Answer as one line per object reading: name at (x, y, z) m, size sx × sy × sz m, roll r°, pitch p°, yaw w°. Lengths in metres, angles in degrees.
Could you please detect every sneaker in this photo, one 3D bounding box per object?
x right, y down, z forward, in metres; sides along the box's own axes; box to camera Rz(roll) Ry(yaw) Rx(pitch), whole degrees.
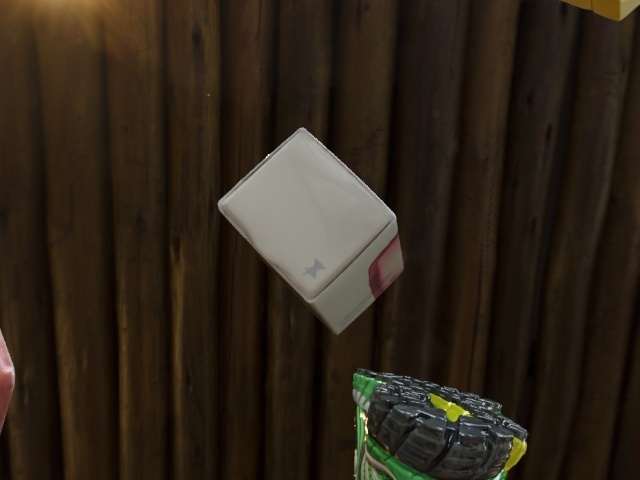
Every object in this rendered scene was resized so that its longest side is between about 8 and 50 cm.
sneaker at (0.071, 0.187, 0.632) m, size 0.134 × 0.343 × 0.146 m, roll 14°, pitch -93°, yaw 9°

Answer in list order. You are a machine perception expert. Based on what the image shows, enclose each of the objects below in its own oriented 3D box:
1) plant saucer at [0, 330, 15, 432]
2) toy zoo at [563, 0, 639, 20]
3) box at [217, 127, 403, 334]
plant saucer at (-0.341, 0.161, 0.676) m, size 0.047 × 0.259 × 0.258 m, roll 12°, pitch -74°, yaw -35°
toy zoo at (0.114, -0.223, 0.399) m, size 0.293 × 0.030 × 0.192 m, roll 34°, pitch -99°, yaw 30°
box at (0.000, 0.000, 0.896) m, size 0.127 × 0.232 × 0.148 m, roll -43°, pitch -106°, yaw -5°
